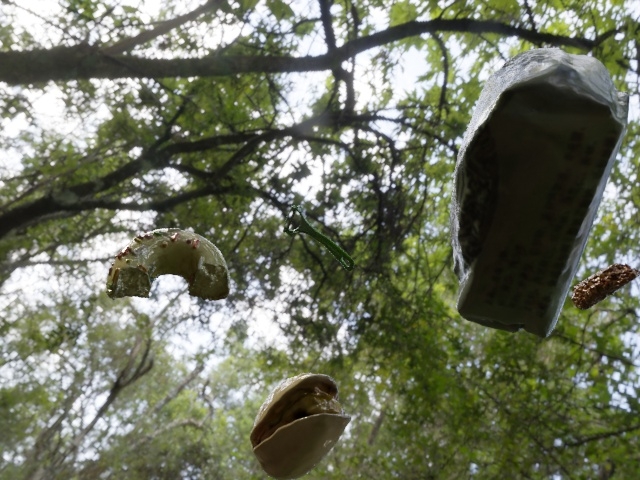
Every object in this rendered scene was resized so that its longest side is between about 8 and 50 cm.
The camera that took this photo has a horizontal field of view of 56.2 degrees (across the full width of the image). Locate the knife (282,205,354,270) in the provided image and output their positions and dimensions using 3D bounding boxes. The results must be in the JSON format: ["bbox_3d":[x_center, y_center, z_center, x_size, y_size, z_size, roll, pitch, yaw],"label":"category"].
[{"bbox_3d":[0.001,-0.001,1.146,0.166,0.022,0.078,36,-43,14],"label":"knife"}]

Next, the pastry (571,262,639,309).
[{"bbox_3d":[0.619,0.096,1.321,0.063,0.087,0.169,57,-38,18],"label":"pastry"}]

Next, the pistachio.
[{"bbox_3d":[-0.046,0.412,1.317,0.187,0.187,0.299,38,-52,-1],"label":"pistachio"}]

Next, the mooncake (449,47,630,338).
[{"bbox_3d":[0.206,-0.064,0.602,0.136,0.250,0.254,15,-59,14],"label":"mooncake"}]

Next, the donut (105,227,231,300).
[{"bbox_3d":[-0.208,0.028,0.827,0.166,0.108,0.065,0,-43,-18],"label":"donut"}]
